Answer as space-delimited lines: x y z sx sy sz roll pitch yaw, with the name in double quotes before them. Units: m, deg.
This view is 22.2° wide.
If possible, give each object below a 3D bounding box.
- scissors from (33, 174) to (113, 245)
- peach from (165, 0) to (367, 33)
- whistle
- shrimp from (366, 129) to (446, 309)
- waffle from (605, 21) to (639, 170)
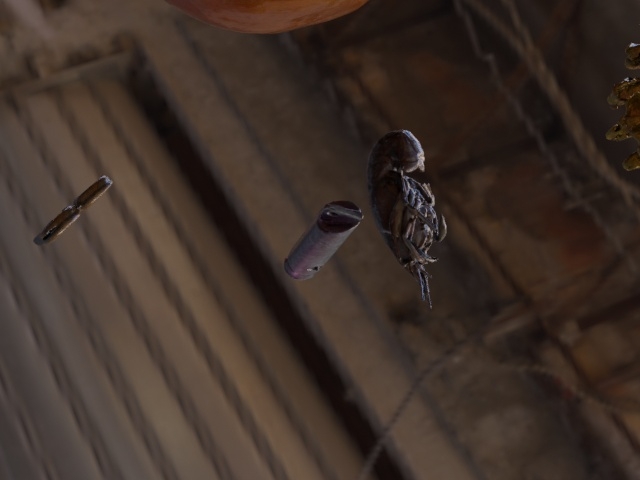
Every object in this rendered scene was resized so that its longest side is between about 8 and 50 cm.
"scissors" -0.259 -0.017 1.618 0.017 0.088 0.220 45 -20 -8
"peach" -0.069 -0.374 1.632 0.343 0.302 0.342 4 90 -82
"whistle" 0.000 0.000 1.410 0.033 0.033 0.176 67 -18 10
"shrimp" 0.082 -0.018 1.474 0.056 0.065 0.165 -2 70 -64
"waffle" 0.379 -0.123 1.474 0.231 0.228 0.051 26 -15 14
